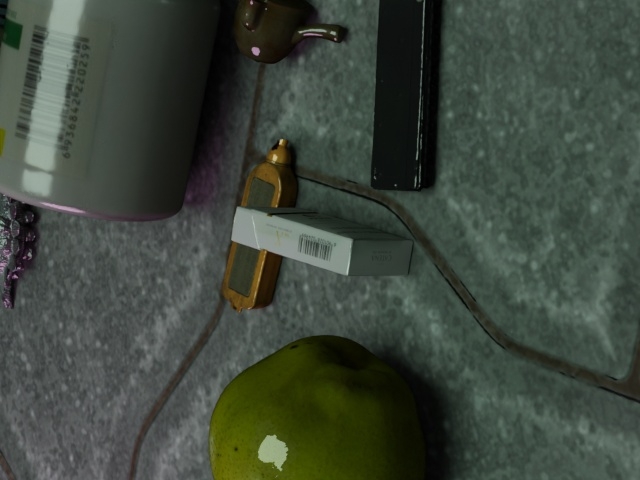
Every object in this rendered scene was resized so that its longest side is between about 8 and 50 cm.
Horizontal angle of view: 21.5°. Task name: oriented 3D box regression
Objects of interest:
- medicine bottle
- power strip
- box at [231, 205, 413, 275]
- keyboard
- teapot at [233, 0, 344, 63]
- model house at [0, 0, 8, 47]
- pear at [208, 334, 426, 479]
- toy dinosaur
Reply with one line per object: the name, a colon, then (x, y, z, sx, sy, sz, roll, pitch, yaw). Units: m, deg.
medicine bottle: (-0.209, -0.205, 1.677, 0.208, 0.208, 0.340, 21, 104, 42)
power strip: (-0.056, -0.015, 1.653, 0.049, 0.028, 0.178, 25, 107, 41)
box: (0.000, -0.001, 1.561, 0.154, 0.084, 0.040, 15, 103, 43)
keyboard: (0.078, -0.160, 1.531, 0.072, 0.023, 0.231, 4, 93, 51)
teapot: (-0.034, -0.202, 1.604, 0.110, 0.085, 0.080, 27, 111, 20)
model house: (-0.408, -0.235, 1.850, 0.169, 0.244, 0.326, -55, 54, 32)
pear: (-0.002, 0.186, 1.495, 0.198, 0.198, 0.198, 0, 90, 44)
toy dinosaur: (-0.363, -0.022, 1.941, 0.082, 0.039, 0.209, 4, 103, 41)
